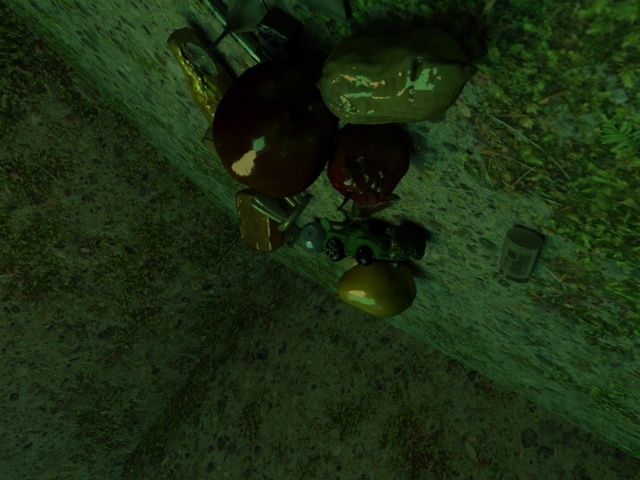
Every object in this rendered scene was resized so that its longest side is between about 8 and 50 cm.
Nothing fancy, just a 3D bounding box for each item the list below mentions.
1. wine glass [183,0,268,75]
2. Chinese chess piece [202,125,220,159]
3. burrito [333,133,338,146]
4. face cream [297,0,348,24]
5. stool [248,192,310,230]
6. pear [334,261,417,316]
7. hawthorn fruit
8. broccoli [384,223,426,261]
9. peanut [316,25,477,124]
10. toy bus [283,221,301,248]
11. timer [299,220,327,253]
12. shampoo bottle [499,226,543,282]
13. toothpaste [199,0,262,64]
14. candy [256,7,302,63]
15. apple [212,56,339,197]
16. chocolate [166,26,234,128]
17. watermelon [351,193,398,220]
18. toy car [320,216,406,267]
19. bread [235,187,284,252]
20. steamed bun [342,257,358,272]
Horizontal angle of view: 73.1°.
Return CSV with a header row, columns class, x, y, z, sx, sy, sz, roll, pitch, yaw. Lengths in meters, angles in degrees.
class,x,y,z,sx,sy,sz,roll,pitch,yaw
wine glass,-0.207,-0.457,0.953,0.122,0.183,0.122,32,166,9
Chinese chess piece,-0.373,-0.385,1.813,0.249,0.103,0.250,33,167,8
burrito,-0.073,-0.306,1.321,0.175,0.107,0.347,44,163,-30
face cream,-0.031,-0.480,0.687,0.143,0.089,0.314,33,177,16
stool,-0.175,-0.174,1.866,0.198,0.195,0.195,43,166,-13
pear,0.241,0.206,1.858,0.336,0.285,0.285,-26,125,33
hawthorn fruit,0.102,-0.164,1.063,0.207,0.243,0.207,26,164,8
broccoli,0.289,0.007,1.468,0.145,0.138,0.162,33,-151,-19
peanut,0.125,-0.291,0.772,0.339,0.159,0.174,16,158,41
toy bus,-0.219,-0.058,2.482,0.142,0.142,0.202,27,165,31
timer,0.009,-0.009,2.133,0.255,0.176,0.175,9,-170,-46
shampoo bottle,0.523,0.044,1.137,0.086,0.056,0.227,26,164,28
toothpaste,-0.227,-0.535,1.056,0.239,0.039,0.062,43,172,-19
candy,-0.095,-0.422,1.059,0.088,0.061,0.312,32,167,5
apple,-0.103,-0.254,1.006,0.288,0.288,0.317,37,153,-8
chocolate,-0.327,-0.445,1.356,0.162,0.162,0.445,28,164,30
watermelon,0.179,-0.138,1.414,0.158,0.121,0.097,-25,152,24
toy car,0.158,0.006,1.673,0.213,0.177,0.358,5,-179,-39
bread,-0.300,-0.109,2.276,0.327,0.147,0.338,11,114,48
steamed bun,0.201,0.132,2.072,0.231,0.145,0.232,34,167,9
